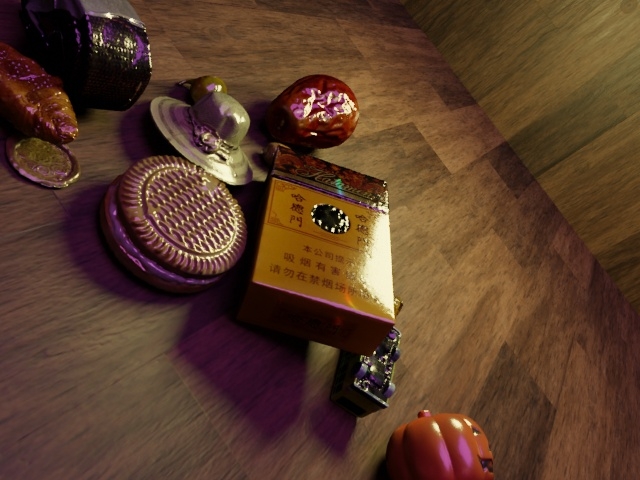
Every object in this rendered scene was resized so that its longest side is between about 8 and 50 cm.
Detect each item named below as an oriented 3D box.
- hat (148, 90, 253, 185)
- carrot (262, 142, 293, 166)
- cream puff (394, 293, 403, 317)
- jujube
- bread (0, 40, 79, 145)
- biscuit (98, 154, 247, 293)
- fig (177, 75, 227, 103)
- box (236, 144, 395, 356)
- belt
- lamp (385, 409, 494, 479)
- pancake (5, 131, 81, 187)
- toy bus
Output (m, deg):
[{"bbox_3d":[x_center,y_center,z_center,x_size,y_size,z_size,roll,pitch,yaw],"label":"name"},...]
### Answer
[{"bbox_3d":[-0.201,-0.233,1.086,0.252,0.110,0.252,38,23,-19],"label":"hat"},{"bbox_3d":[-0.055,-0.172,1.290,0.186,0.060,0.060,28,40,-31],"label":"carrot"},{"bbox_3d":[0.149,0.146,1.231,0.083,0.058,0.083,17,45,-38],"label":"cream puff"},{"bbox_3d":[-0.020,-0.318,1.370,0.255,0.190,0.189,-27,81,-49],"label":"jujube"},{"bbox_3d":[-0.459,-0.227,0.846,0.233,0.076,0.105,47,42,2],"label":"bread"},{"bbox_3d":[-0.240,-0.032,0.923,0.259,0.079,0.259,30,39,-28],"label":"biscuit"},{"bbox_3d":[-0.253,-0.331,1.197,0.084,0.082,0.098,-38,71,-22],"label":"fig"},{"bbox_3d":[0.000,0.000,1.068,0.265,0.115,0.415,17,42,-10],"label":"box"},{"bbox_3d":[-0.418,-0.358,0.931,0.164,0.184,0.289,-9,60,-47],"label":"belt"},{"bbox_3d":[0.206,0.383,0.969,0.188,0.188,0.163,16,47,-41],"label":"lamp"},{"bbox_3d":[-0.430,-0.126,0.850,0.115,0.011,0.114,28,41,-28],"label":"pancake"},{"bbox_3d":[0.088,0.236,1.039,0.088,0.101,0.175,35,41,-12],"label":"toy bus"}]
